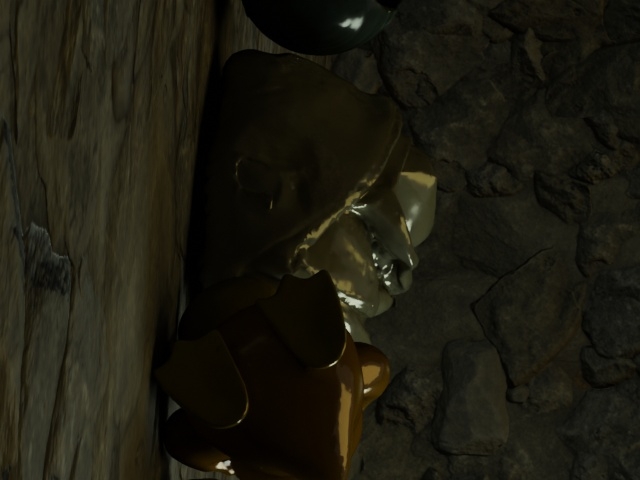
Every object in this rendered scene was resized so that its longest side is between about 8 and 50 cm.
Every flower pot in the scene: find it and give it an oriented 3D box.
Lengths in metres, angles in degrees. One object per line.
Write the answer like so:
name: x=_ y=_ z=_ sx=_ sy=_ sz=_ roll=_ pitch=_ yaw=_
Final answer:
flower pot: x=-0.005 y=-0.284 z=1.864 sx=0.243 sy=0.157 sz=0.189 roll=-93 pitch=172 yaw=-51

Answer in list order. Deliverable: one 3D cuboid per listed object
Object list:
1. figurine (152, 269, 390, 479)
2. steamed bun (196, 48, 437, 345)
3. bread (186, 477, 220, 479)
figurine: x=-0.037 y=0.130 z=1.627 sx=0.228 sy=0.215 sz=0.215 roll=-157 pitch=-109 yaw=-81
steamed bun: x=0.000 y=-0.007 z=1.859 sx=0.309 sy=0.219 sz=0.324 roll=89 pitch=5 yaw=-49
bread: x=-0.107 y=0.266 z=1.664 sx=0.156 sy=0.064 sz=0.117 roll=86 pitch=5 yaw=-63
